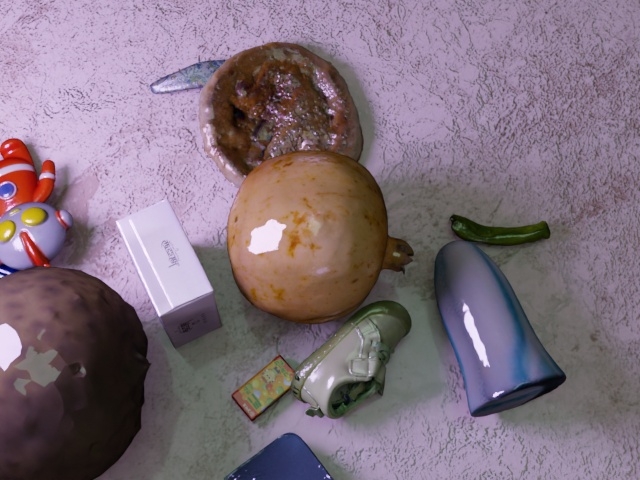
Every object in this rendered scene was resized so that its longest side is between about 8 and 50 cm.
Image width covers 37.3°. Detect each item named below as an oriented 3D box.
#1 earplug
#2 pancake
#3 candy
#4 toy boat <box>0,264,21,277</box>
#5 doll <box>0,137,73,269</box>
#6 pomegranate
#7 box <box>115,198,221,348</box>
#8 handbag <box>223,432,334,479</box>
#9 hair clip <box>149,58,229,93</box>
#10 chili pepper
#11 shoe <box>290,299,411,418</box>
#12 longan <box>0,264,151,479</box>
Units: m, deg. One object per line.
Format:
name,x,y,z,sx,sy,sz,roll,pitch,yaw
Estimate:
earplug,0.306,0.143,1.760,0.185,0.185,0.324,-17,68,-6
pancake,-0.081,-0.243,1.929,0.356,0.065,0.356,1,75,-6
candy,-0.102,0.277,1.776,0.122,0.038,0.062,-40,77,-12
toy boat,-0.644,0.183,1.791,0.220,0.067,0.291,18,75,5
doll,-0.582,-0.054,1.823,0.199,0.105,0.336,-27,60,-8
pomegranate,0.000,0.000,1.730,0.342,0.342,0.343,0,72,-1
box,-0.272,0.067,1.728,0.111,0.260,0.194,-25,75,-12
handbag,-0.055,0.461,1.656,0.179,0.062,0.229,-34,45,-10
hair clip,-0.244,-0.340,1.976,0.229,0.036,0.066,-11,82,-4
chili pepper,0.352,-0.016,1.871,0.201,0.050,0.052,2,56,-2
shoe,0.070,0.228,1.750,0.262,0.140,0.128,-35,66,-6
longan,-0.465,0.235,1.614,0.391,0.391,0.391,0,72,-1
